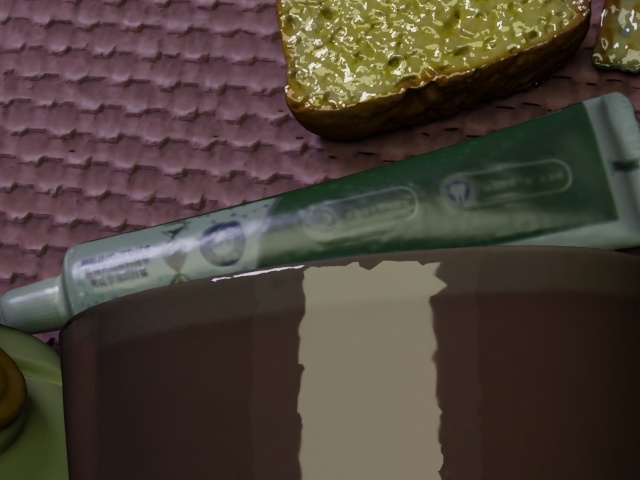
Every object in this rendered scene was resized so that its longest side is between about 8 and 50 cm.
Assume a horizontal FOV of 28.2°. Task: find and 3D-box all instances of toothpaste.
[{"bbox_3d":[0.000,0.000,0.742,0.392,0.061,0.098,-13,68,3],"label":"toothpaste"}]

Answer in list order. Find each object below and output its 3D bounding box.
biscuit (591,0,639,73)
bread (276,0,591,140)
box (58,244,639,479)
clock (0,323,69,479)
[{"bbox_3d":[0.289,-0.144,0.758,0.231,0.016,0.139,11,73,15],"label":"biscuit"},{"bbox_3d":[0.064,-0.126,0.773,0.187,0.065,0.103,-22,66,4],"label":"bread"},{"bbox_3d":[0.033,0.140,0.569,0.301,0.301,0.216,-6,77,9],"label":"box"},{"bbox_3d":[-0.212,0.161,0.623,0.117,0.286,0.348,18,64,-28],"label":"clock"}]
